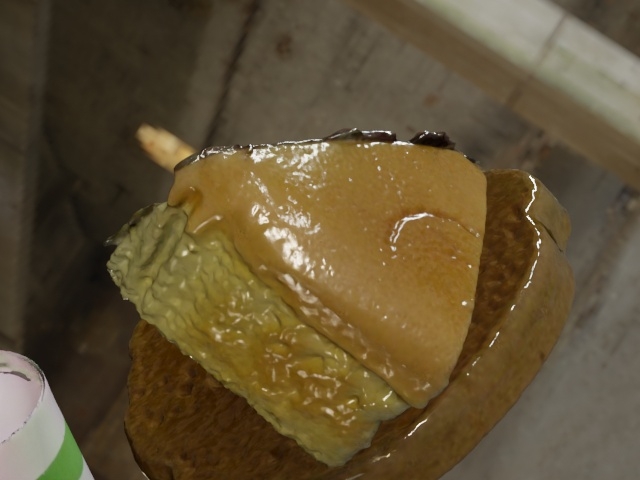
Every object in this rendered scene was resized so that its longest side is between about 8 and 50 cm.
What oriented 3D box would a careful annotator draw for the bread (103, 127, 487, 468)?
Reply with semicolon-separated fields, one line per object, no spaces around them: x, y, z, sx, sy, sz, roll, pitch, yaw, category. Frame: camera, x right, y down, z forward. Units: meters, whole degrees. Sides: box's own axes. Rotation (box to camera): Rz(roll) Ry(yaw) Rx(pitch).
0.000;0.000;0.828;0.140;0.169;0.160;-48;5;43;bread

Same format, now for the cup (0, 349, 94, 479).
-0.279;0.250;1.297;0.253;0.253;0.274;-57;-41;-52;cup

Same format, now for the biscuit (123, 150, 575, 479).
0.004;0.069;1.108;0.359;0.074;0.381;-46;25;-26;biscuit
